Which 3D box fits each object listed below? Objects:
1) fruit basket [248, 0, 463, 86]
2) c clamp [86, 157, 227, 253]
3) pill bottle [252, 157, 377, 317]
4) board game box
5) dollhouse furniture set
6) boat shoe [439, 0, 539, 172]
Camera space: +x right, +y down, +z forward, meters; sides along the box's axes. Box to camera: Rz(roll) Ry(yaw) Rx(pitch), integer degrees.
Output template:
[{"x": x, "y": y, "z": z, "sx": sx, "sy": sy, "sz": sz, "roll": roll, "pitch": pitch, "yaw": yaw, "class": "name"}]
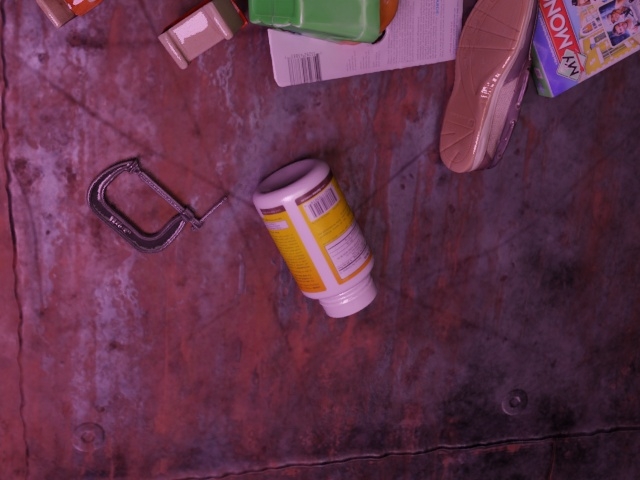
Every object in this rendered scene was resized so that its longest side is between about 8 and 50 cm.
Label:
[{"x": 0.062, "y": -0.382, "z": 1.145, "sx": 0.353, "sy": 0.165, "sz": 0.327, "roll": -21, "pitch": 116, "yaw": -43, "class": "fruit basket"}, {"x": -0.233, "y": -0.054, "z": 1.222, "sx": 0.161, "sy": 0.022, "sz": 0.137, "roll": 38, "pitch": 98, "yaw": -24, "class": "c clamp"}, {"x": 0.000, "y": 0.000, "z": 1.250, "sx": 0.117, "sy": 0.117, "sz": 0.215, "roll": -30, "pitch": 111, "yaw": -6, "class": "pill bottle"}, {"x": 0.363, "y": -0.398, "z": 1.283, "sx": 0.213, "sy": 0.046, "sz": 0.317, "roll": -30, "pitch": 111, "yaw": -7, "class": "board game box"}, {"x": -0.205, "y": -0.346, "z": 1.082, "sx": 0.262, "sy": 0.135, "sz": 0.259, "roll": -30, "pitch": 110, "yaw": 14, "class": "dollhouse furniture set"}, {"x": 0.252, "y": -0.234, "z": 1.271, "sx": 0.092, "sy": 0.103, "sz": 0.285, "roll": -1, "pitch": 112, "yaw": -40, "class": "boat shoe"}]
